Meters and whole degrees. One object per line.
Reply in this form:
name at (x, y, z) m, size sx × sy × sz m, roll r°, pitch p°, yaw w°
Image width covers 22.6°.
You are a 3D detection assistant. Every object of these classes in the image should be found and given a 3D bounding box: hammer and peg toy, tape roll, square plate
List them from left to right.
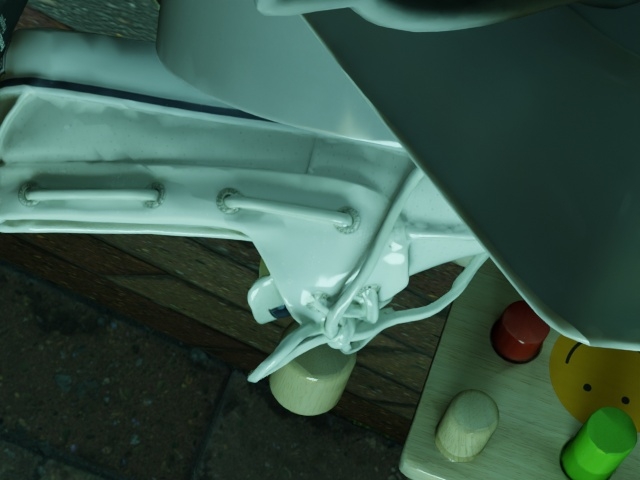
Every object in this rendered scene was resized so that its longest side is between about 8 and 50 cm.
tape roll at (0.037, -0.108, 0.733) m, size 0.219 × 0.072 × 0.219 m, roll 8°, pitch -158°, yaw -3°
hammer and peg toy at (0.162, 0.076, 1.181) m, size 0.361 × 0.266 × 0.127 m, roll 21°, pitch 150°, yaw 3°
square plate at (0.169, -0.061, 0.531) m, size 0.347 × 0.049 × 0.344 m, roll 3°, pitch -154°, yaw -20°

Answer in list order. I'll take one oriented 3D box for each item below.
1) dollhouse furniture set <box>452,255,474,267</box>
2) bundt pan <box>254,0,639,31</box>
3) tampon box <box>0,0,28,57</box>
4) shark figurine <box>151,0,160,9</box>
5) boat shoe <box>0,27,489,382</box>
dollhouse furniture set at (0.068, -0.080, 0.917) m, size 0.129 × 0.129 × 0.183 m, roll 22°, pitch 168°, yaw -4°
bundt pan at (0.107, -0.166, 0.283) m, size 0.331 × 0.124 × 0.331 m, roll -18°, pitch 169°, yaw -4°
tampon box at (-0.168, -0.127, 0.622) m, size 0.101 × 0.161 × 0.120 m, roll 23°, pitch 168°, yaw 1°
shark figurine at (-0.034, -0.141, 0.917) m, size 0.166 × 0.116 × 0.278 m, roll 53°, pitch -178°, yaw 39°
boat shoe at (-0.003, -0.002, 0.811) m, size 0.367 × 0.156 × 0.136 m, roll 11°, pitch 173°, yaw 7°
